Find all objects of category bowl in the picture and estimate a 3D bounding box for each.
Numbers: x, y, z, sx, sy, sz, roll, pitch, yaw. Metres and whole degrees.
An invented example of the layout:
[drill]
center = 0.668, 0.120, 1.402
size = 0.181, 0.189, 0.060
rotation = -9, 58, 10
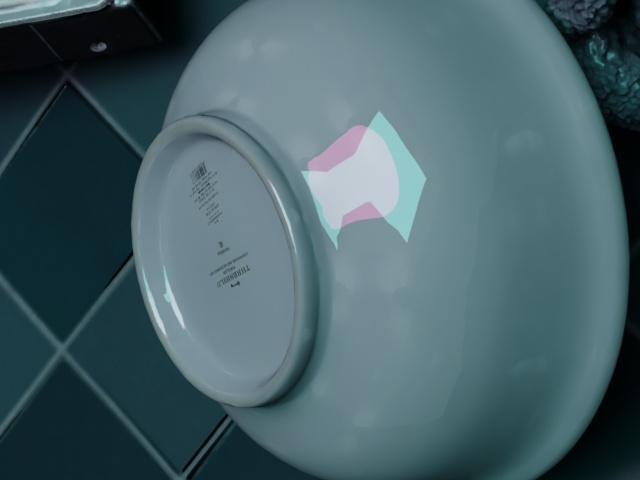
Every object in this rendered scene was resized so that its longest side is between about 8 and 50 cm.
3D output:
[bowl]
center = 0.000, 0.000, 0.880
size = 0.298, 0.134, 0.298
rotation = 20, 116, 48

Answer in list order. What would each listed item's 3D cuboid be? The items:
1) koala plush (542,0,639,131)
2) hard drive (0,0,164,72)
[koala plush]
center = 0.239, -0.128, 0.816
size = 0.221, 0.203, 0.196
rotation = 29, 74, 5
[hard drive]
center = -0.266, -0.210, 1.122
size = 0.339, 0.064, 0.237
rotation = -8, 67, 15
